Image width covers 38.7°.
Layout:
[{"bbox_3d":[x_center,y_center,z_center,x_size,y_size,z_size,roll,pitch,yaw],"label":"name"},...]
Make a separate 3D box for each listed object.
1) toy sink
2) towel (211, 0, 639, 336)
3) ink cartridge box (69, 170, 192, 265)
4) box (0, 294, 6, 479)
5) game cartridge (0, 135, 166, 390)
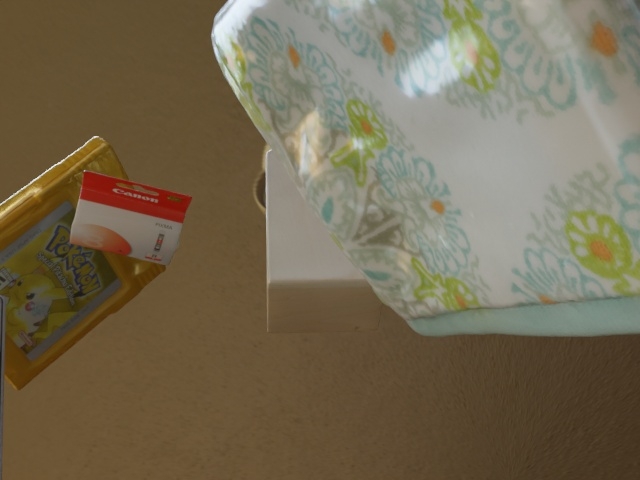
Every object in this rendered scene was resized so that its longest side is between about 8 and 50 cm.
[{"bbox_3d":[0.000,0.000,1.253,0.153,0.131,0.234,-1,-128,-4],"label":"toy sink"},{"bbox_3d":[0.080,-0.081,0.614,0.090,0.374,0.320,-38,-80,-25],"label":"towel"},{"bbox_3d":[-0.257,-0.026,1.225,0.146,0.179,0.045,14,-111,-13],"label":"ink cartridge box"},{"bbox_3d":[-0.445,0.198,1.053,0.169,0.087,0.290,-46,-141,22],"label":"box"},{"bbox_3d":[-0.399,0.040,1.382,0.324,0.285,0.053,-40,-129,-19],"label":"game cartridge"}]
